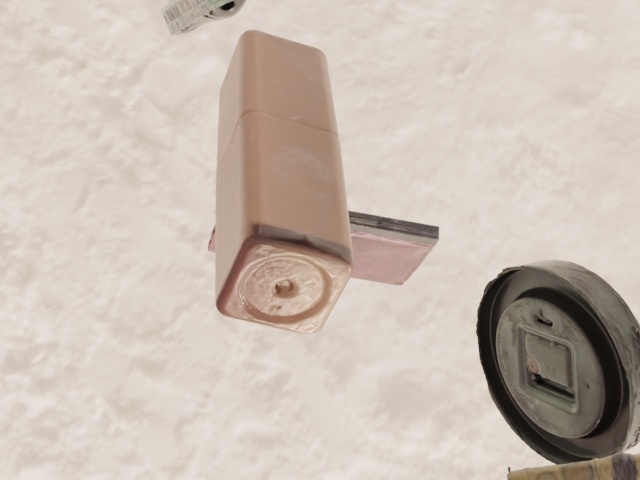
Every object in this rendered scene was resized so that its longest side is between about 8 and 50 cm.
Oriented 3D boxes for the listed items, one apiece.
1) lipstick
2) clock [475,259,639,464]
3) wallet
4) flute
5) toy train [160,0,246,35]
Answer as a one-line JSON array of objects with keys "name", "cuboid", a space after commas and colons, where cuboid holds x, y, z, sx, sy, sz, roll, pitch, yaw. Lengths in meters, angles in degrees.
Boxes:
[{"name": "lipstick", "cuboid": [-0.017, -0.030, 0.418, 0.045, 0.145, 0.045, 13, 129, -16]}, {"name": "clock", "cuboid": [0.254, 0.129, 1.065, 0.049, 0.226, 0.226, -16, 102, -30]}, {"name": "wallet", "cuboid": [0.000, 0.000, 1.097, 0.232, 0.119, 0.025, 10, 60, -13]}, {"name": "flute", "cuboid": [0.229, 0.135, 0.622, 0.233, 0.027, 0.027, -12, 100, 14]}, {"name": "toy train", "cuboid": [-0.112, -0.230, 0.976, 0.043, 0.207, 0.047, -29, 104, -15]}]
